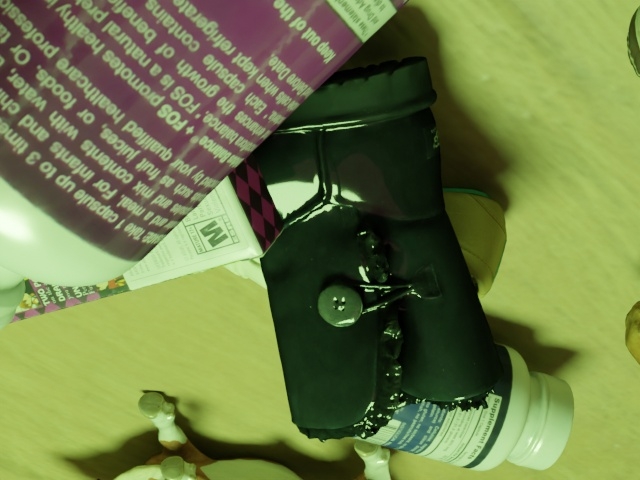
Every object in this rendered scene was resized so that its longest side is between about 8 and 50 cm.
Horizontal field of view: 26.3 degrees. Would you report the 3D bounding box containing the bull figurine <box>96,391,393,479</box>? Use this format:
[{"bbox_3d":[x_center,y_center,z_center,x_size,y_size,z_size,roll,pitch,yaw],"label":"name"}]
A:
[{"bbox_3d":[-0.083,0.223,1.159,0.310,0.101,0.188,7,143,0],"label":"bull figurine"}]

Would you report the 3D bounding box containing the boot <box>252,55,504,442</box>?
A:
[{"bbox_3d":[-0.031,0.017,0.786,0.246,0.094,0.207,-9,101,13],"label":"boot"}]

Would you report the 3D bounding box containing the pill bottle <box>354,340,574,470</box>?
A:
[{"bbox_3d":[0.092,0.111,0.983,0.169,0.094,0.094,17,143,-15],"label":"pill bottle"}]

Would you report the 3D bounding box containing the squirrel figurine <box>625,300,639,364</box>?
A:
[{"bbox_3d":[0.441,0.121,0.777,0.397,0.281,0.370,2,161,-24],"label":"squirrel figurine"}]

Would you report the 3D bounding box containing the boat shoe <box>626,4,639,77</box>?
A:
[{"bbox_3d":[0.264,-0.060,0.724,0.257,0.095,0.095,17,149,-16],"label":"boat shoe"}]

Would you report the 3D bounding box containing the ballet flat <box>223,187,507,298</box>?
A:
[{"bbox_3d":[0.000,0.000,0.859,0.232,0.073,0.080,2,147,7],"label":"ballet flat"}]

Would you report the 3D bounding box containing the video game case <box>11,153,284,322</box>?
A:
[{"bbox_3d":[-0.156,-0.075,0.714,0.210,0.042,0.232,-16,108,27],"label":"video game case"}]

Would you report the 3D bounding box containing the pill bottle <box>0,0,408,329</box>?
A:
[{"bbox_3d":[-0.093,-0.089,0.563,0.301,0.169,0.169,-44,129,6],"label":"pill bottle"}]
